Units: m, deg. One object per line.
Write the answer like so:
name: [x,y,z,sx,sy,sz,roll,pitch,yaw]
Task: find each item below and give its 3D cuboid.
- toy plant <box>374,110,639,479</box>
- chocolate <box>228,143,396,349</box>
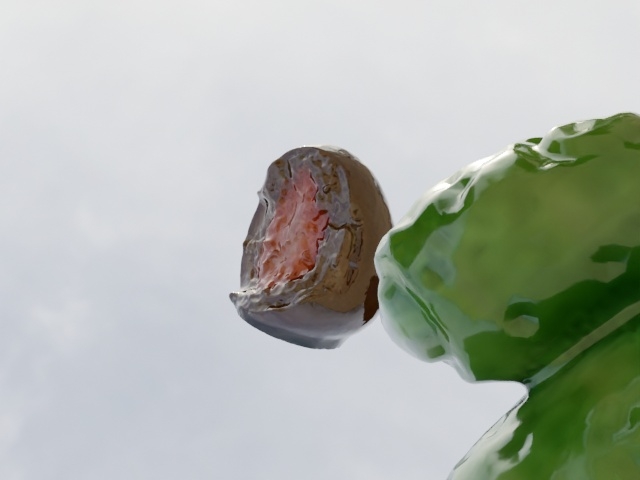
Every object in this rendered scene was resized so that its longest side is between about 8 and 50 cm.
toy plant: [0.151,0.020,0.434,0.224,0.316,0.184,46,-178,8]
chocolate: [0.000,0.000,1.337,0.124,0.133,0.127,32,-160,15]
